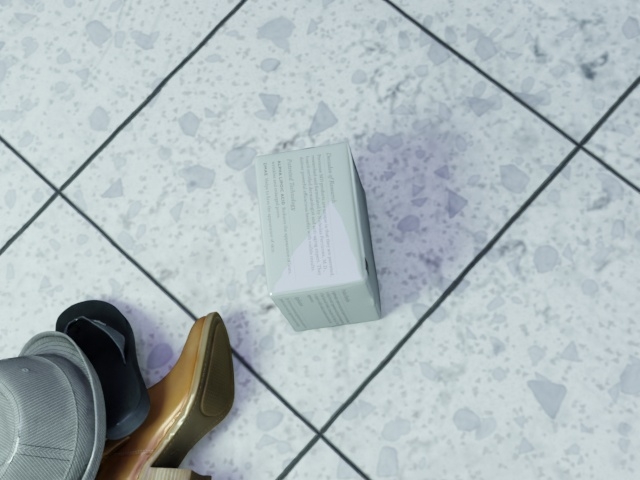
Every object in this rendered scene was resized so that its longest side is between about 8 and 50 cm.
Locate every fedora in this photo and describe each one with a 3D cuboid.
[{"bbox_3d":[-0.374,0.221,1.413,0.275,0.124,0.244,23,94,48],"label":"fedora"}]

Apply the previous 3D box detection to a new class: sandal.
[{"bbox_3d":[-0.273,0.142,1.476,0.097,0.054,0.254,-38,38,-4],"label":"sandal"}]

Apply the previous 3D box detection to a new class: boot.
[{"bbox_3d":[-0.230,0.220,1.487,0.220,0.109,0.284,0,70,21],"label":"boot"}]

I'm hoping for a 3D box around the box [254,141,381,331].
[{"bbox_3d":[0.000,0.000,1.464,0.119,0.181,0.182,-9,71,6],"label":"box"}]
